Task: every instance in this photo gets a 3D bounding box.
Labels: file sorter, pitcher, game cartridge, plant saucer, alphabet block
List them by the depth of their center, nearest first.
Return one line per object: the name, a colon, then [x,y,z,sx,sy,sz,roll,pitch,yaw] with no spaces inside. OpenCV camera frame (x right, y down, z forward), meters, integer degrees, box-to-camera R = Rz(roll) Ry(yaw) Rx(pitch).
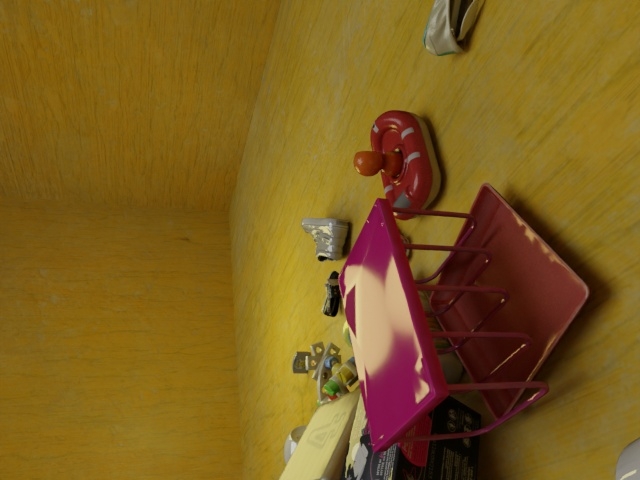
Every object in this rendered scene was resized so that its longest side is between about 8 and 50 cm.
file sorter: [0.160,0.118,0.726,0.202,0.182,0.290,113,154,-48]
plant saucer: [0.273,0.086,0.756,0.259,0.048,0.258,-110,29,-51]
alphabet block: [0.065,0.418,0.922,0.193,0.192,0.197,-39,9,45]
pitcher: [-0.028,0.667,1.482,0.178,0.126,0.207,18,116,50]
game cartridge: [-0.067,0.412,1.702,0.017,0.056,0.083,-114,31,-67]

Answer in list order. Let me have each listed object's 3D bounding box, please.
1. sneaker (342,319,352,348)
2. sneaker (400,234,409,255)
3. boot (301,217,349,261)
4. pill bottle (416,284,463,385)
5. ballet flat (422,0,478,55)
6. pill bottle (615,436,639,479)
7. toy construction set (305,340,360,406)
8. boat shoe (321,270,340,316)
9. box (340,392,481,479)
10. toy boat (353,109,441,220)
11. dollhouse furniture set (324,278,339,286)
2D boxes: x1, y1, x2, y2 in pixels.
sneaker: [0.122,0.174,1.157,0.126,0.091,0.240,51,143,47]
sneaker: [0.159,-0.007,1.105,0.070,0.051,0.134,122,143,-53]
boot: [0.000,0.000,1.498,0.258,0.095,0.123,-178,97,-70]
pill bottle: [0.156,0.162,0.950,0.245,0.137,0.136,-108,28,-47]
ballet flat: [0.248,-0.451,0.885,0.086,0.086,0.248,-128,43,-63]
pill bottle: [0.350,0.142,0.336,0.283,0.161,0.160,111,154,-43]
toy construction set: [0.052,0.342,1.157,0.215,0.151,0.328,59,162,-8]
boat shoe: [0.039,0.154,1.452,0.042,0.049,0.132,11,91,43]
box: [0.135,0.362,0.777,0.142,0.163,0.247,-39,23,46]
toy boat: [0.139,-0.158,1.025,0.151,0.151,0.231,122,146,-55]
dollhouse furniture set: [0.062,0.121,1.321,0.114,0.081,0.090,-118,35,-57]
